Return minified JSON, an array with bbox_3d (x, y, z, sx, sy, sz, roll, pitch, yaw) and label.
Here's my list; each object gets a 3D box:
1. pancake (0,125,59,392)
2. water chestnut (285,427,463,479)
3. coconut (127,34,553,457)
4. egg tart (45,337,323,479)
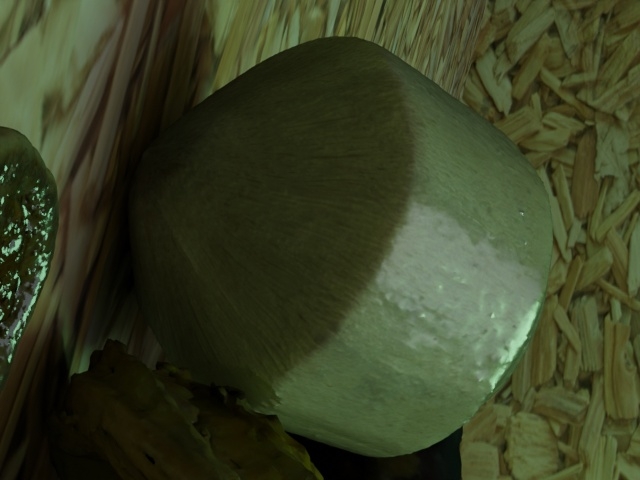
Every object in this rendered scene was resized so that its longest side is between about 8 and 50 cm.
[{"bbox_3d":[-0.147,0.021,0.644,0.151,0.025,0.151,13,90,-81],"label":"pancake"},{"bbox_3d":[0.020,0.247,1.114,0.335,0.347,0.335,-167,-90,-88],"label":"water chestnut"},{"bbox_3d":[0.000,0.000,0.931,0.266,0.237,0.237,26,74,-43],"label":"coconut"},{"bbox_3d":[-0.034,0.168,0.832,0.107,0.291,0.290,-37,156,-20],"label":"egg tart"}]
